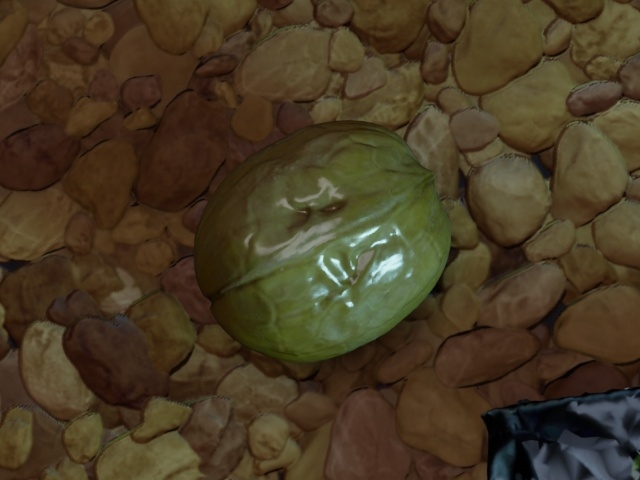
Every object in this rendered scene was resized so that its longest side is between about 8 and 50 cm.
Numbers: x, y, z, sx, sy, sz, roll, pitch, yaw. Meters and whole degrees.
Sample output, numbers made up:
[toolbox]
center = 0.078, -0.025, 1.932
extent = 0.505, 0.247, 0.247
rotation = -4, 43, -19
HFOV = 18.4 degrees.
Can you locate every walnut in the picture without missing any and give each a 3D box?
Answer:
[walnut]
center = 0.000, 0.000, 1.704
extent = 0.226, 0.193, 0.193
rotation = -37, 68, -2

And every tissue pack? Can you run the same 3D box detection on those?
[tissue pack]
center = 0.296, 0.236, 1.582
extent = 0.332, 0.123, 0.245
rotation = -8, 70, 13
